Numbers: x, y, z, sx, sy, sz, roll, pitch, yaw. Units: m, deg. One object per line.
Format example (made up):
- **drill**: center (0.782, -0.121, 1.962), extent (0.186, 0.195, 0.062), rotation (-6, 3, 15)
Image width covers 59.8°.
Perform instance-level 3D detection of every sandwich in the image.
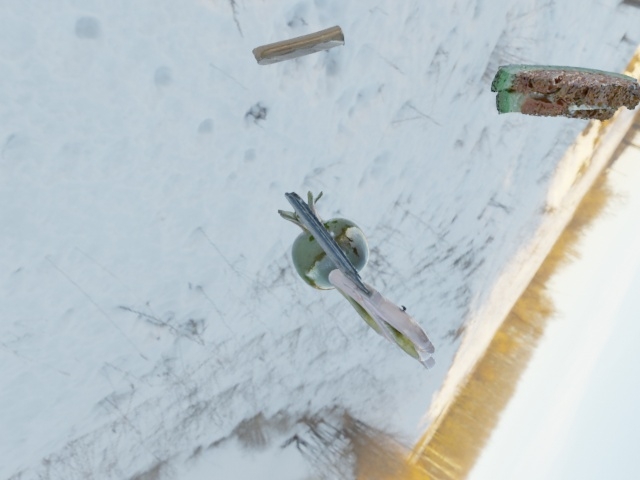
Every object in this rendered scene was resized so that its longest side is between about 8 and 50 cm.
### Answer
- **sandwich**: center (0.398, -0.222, 0.869), extent (0.235, 0.159, 0.079), rotation (-8, 120, -25)

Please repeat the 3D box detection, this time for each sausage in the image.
- **sausage**: center (-0.026, -0.236, 0.673), extent (0.116, 0.026, 0.026), rotation (-20, 148, -15)

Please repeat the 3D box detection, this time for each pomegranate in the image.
- **pomegranate**: center (0.000, 0.000, 1.066), extent (0.152, 0.191, 0.131), rotation (-35, -166, 17)

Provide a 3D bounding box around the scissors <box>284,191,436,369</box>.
- **scissors**: center (0.043, 0.047, 0.594), extent (0.024, 0.160, 0.317), rotation (-47, 137, -10)
